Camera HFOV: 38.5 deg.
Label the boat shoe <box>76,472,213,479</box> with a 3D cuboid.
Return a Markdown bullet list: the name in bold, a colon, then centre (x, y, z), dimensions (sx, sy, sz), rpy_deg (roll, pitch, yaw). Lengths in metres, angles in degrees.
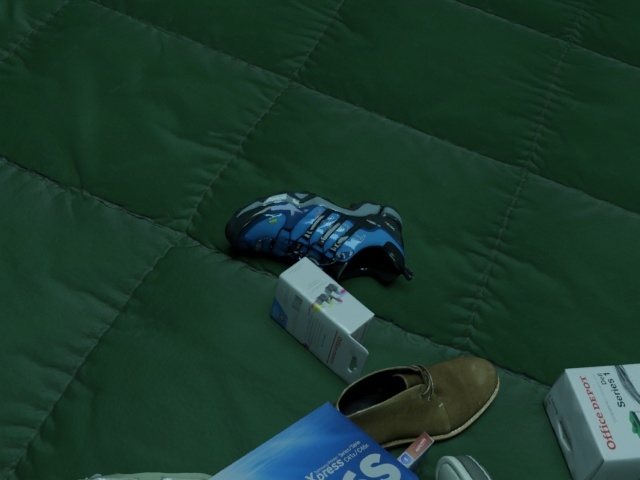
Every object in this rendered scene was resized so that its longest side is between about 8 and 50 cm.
- **boat shoe**: centre (-0.263, 0.338, 1.135), dimensions (0.302, 0.109, 0.094), rpy_deg (9, 33, -19)

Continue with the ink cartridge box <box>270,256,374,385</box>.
- **ink cartridge box**: centre (0.014, 0.124, 1.380), dimensions (0.181, 0.104, 0.061), rpy_deg (40, 52, 21)

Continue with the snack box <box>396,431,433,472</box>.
- **snack box**: centre (0.087, 0.332, 1.236), dimensions (0.022, 0.064, 0.178), rpy_deg (38, 51, 21)

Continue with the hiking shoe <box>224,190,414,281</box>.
- **hiking shoe**: centre (0.000, 0.000, 1.484), dimensions (0.304, 0.113, 0.132), rpy_deg (0, 48, -14)

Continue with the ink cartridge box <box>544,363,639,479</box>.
- **ink cartridge box**: centre (0.468, 0.272, 1.364), dimensions (0.219, 0.093, 0.160), rpy_deg (-2, 48, -16)

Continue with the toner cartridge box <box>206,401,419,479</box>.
- **toner cartridge box**: centre (-0.058, 0.337, 1.077), dimensions (0.165, 0.075, 0.348), rpy_deg (34, 42, 30)

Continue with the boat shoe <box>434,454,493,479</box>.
- **boat shoe**: centre (0.252, 0.408, 1.182), dimensions (0.091, 0.109, 0.305), rpy_deg (-15, 60, -26)

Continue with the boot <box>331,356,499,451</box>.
- **boot**: centre (0.144, 0.223, 1.317), dimensions (0.305, 0.115, 0.112), rpy_deg (-16, 52, -27)
